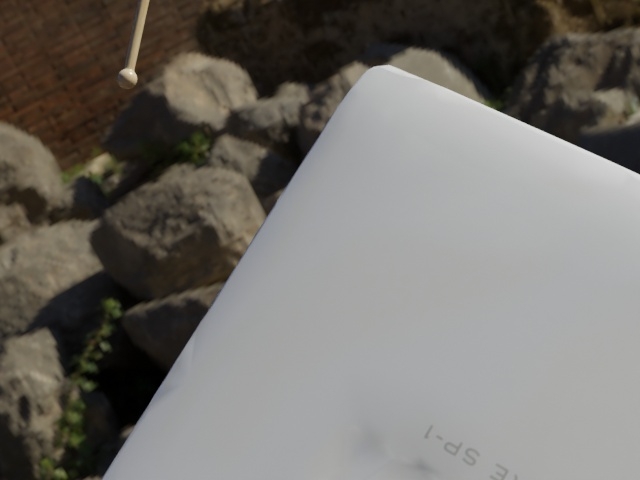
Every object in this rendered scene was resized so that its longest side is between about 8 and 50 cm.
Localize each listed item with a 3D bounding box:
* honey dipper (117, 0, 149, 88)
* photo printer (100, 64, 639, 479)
[{"bbox_3d":[-0.158,-0.214,1.094,0.030,0.161,0.030,10,-5,1],"label":"honey dipper"},{"bbox_3d":[0.044,0.121,0.403,0.256,0.107,0.308,29,80,22],"label":"photo printer"}]
